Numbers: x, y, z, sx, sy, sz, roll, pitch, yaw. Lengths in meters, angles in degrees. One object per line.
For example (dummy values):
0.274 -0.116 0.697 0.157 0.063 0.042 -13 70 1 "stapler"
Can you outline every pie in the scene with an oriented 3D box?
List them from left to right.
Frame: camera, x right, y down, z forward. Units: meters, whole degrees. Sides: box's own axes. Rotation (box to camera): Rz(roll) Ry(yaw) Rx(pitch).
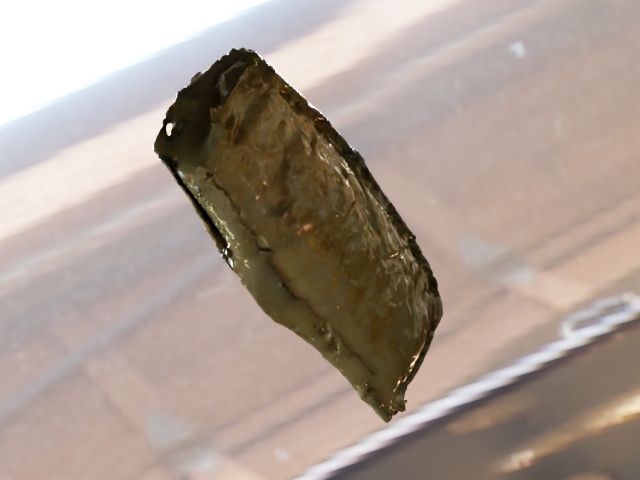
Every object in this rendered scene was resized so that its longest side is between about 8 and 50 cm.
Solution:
0.000 0.000 1.263 0.068 0.282 0.128 -6 -133 37 "pie"
